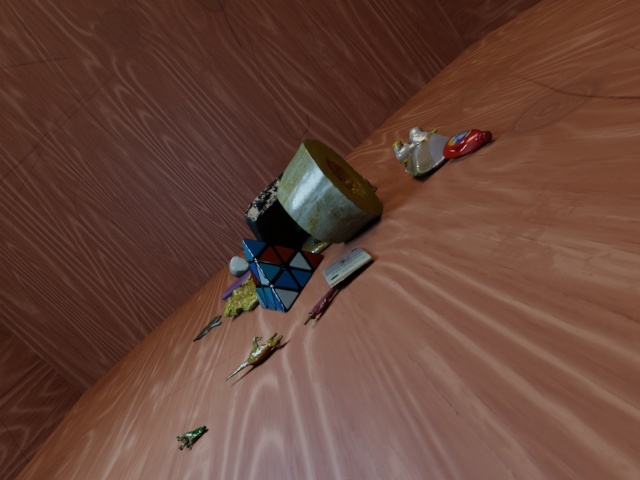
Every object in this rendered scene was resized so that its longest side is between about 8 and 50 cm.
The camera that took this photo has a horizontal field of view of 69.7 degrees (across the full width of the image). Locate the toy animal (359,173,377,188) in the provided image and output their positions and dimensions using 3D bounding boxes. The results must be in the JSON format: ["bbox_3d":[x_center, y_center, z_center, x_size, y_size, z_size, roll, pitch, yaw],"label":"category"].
[{"bbox_3d":[0.160,-0.190,1.747,0.089,0.083,0.150,-23,29,22],"label":"toy animal"}]

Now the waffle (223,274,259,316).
[{"bbox_3d":[-0.266,0.200,1.753,0.291,0.051,0.291,-37,19,15],"label":"waffle"}]

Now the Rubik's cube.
[{"bbox_3d":[-0.104,0.068,1.477,0.234,0.250,0.284,-25,0,-21],"label":"Rubik's cube"}]

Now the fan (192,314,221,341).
[{"bbox_3d":[-0.461,0.362,1.942,0.152,0.008,0.227,-49,12,-35],"label":"fan"}]

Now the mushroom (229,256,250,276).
[{"bbox_3d":[-0.359,0.137,2.098,0.092,0.081,0.223,-28,-18,-7],"label":"mushroom"}]

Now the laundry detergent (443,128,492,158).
[{"bbox_3d":[0.408,-0.269,1.270,0.097,0.049,0.165,-51,13,-9],"label":"laundry detergent"}]

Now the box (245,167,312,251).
[{"bbox_3d":[-0.096,-0.090,1.688,0.091,0.350,0.359,29,65,34],"label":"box"}]

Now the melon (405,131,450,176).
[{"bbox_3d":[0.312,-0.245,1.410,0.202,0.093,0.139,-35,20,53],"label":"melon"}]

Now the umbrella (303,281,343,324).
[{"bbox_3d":[0.009,0.148,1.109,0.165,0.025,0.027,-47,-4,-38],"label":"umbrella"}]

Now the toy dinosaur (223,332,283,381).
[{"bbox_3d":[-0.162,0.289,1.124,0.162,0.039,0.126,-49,14,-26],"label":"toy dinosaur"}]

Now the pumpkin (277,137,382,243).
[{"bbox_3d":[0.013,-0.146,1.456,0.199,0.332,0.332,-42,10,24],"label":"pumpkin"}]

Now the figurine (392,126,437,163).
[{"bbox_3d":[0.359,-0.354,1.701,0.178,0.109,0.129,-39,38,15],"label":"figurine"}]

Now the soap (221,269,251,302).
[{"bbox_3d":[-0.326,0.191,1.981,0.203,0.065,0.122,-36,12,27],"label":"soap"}]

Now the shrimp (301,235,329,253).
[{"bbox_3d":[0.000,0.000,1.651,0.166,0.049,0.161,-36,15,22],"label":"shrimp"}]

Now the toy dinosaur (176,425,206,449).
[{"bbox_3d":[-0.298,0.446,1.047,0.060,0.029,0.120,-31,-4,-40],"label":"toy dinosaur"}]

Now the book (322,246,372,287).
[{"bbox_3d":[0.066,0.065,1.203,0.127,0.014,0.181,-35,8,0],"label":"book"}]
